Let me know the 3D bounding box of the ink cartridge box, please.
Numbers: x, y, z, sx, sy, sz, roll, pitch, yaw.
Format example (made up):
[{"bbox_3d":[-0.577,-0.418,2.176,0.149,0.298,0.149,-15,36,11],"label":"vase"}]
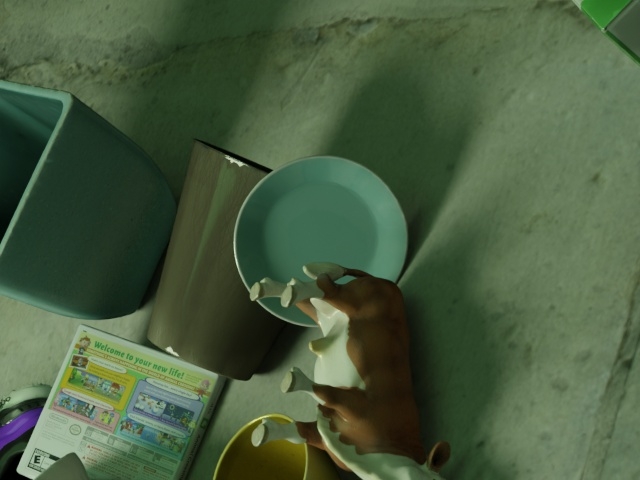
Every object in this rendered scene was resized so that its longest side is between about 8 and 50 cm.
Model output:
[{"bbox_3d":[0.299,-0.253,1.725,0.087,0.153,0.208,-46,43,14],"label":"ink cartridge box"}]

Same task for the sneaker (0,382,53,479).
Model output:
[{"bbox_3d":[-0.416,0.316,2.150,0.293,0.102,0.146,-45,43,16],"label":"sneaker"}]

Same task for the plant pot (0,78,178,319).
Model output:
[{"bbox_3d":[-0.324,-0.030,2.150,0.247,0.252,0.247,14,78,49],"label":"plant pot"}]

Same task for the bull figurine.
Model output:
[{"bbox_3d":[0.031,0.150,1.749,0.101,0.188,0.310,-48,33,35],"label":"bull figurine"}]

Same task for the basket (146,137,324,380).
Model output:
[{"bbox_3d":[-0.091,0.030,1.952,0.154,0.204,0.226,-46,-21,-86],"label":"basket"}]

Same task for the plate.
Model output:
[{"bbox_3d":[0.000,0.000,1.872,0.188,0.188,0.024,-56,12,5],"label":"plate"}]

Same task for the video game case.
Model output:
[{"bbox_3d":[-0.233,0.215,2.037,0.212,0.023,0.193,17,79,30],"label":"video game case"}]

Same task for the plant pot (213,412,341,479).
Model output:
[{"bbox_3d":[-0.031,0.256,1.798,0.134,0.095,0.134,-24,52,35],"label":"plant pot"}]

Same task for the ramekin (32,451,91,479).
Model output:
[{"bbox_3d":[-0.327,0.374,1.905,0.135,0.277,0.277,47,107,4],"label":"ramekin"}]
